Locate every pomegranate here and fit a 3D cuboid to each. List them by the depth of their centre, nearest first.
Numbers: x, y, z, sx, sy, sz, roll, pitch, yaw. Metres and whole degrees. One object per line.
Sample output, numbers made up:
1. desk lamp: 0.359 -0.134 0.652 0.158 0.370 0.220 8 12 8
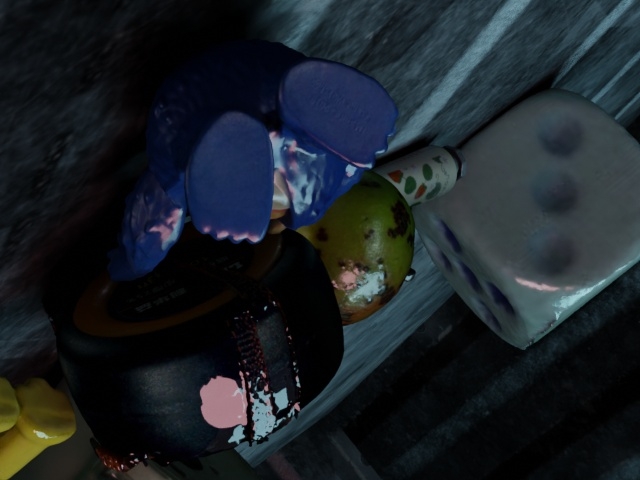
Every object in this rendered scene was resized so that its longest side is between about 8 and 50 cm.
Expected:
1. pomegranate: 0.000 0.005 1.003 0.156 0.156 0.220 -44 164 22

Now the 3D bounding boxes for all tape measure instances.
1. tape measure: -0.088 0.070 0.807 0.202 0.135 0.223 -25 -157 -16

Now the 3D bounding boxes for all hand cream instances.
1. hand cream: 0.063 -0.052 1.223 0.276 0.059 0.095 -23 159 -42

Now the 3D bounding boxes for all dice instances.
1. dice: 0.304 -0.030 1.548 0.268 0.262 0.264 -36 169 -8

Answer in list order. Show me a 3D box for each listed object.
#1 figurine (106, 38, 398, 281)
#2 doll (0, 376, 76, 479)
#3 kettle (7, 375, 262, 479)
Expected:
1. figurine: -0.050 -0.057 0.697 0.164 0.120 0.262 -22 -179 -26
2. doll: -0.324 0.222 0.792 0.363 0.145 0.199 -40 144 17
3. kettle: -0.249 0.325 0.987 0.376 0.250 0.361 -50 176 2
